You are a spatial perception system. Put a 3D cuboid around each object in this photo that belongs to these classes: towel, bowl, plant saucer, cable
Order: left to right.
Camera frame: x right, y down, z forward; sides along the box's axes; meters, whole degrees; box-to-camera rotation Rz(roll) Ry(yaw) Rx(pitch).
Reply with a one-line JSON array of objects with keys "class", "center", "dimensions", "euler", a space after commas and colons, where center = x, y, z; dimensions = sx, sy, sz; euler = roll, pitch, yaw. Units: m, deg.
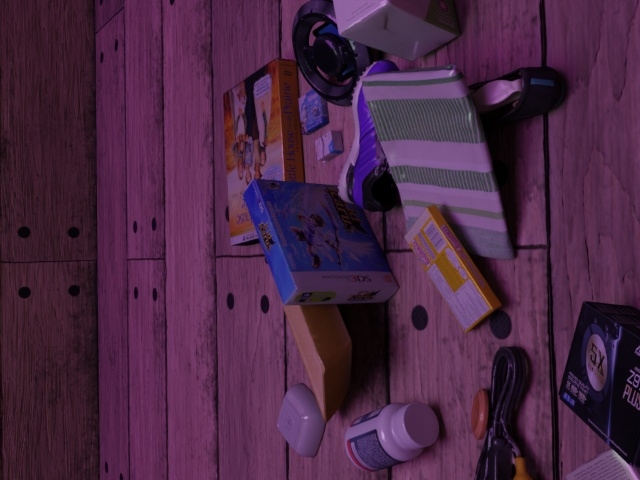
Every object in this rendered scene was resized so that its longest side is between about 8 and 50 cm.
[{"class": "bowl", "center": [-0.052, 0.421, 1.646], "dimensions": [0.142, 0.053, 0.142], "euler": [43, 124, 50]}, {"class": "plant saucer", "center": [-0.012, 0.170, 1.467], "dimensions": [0.332, 0.081, 0.332], "euler": [88, 162, -59]}, {"class": "towel", "center": [0.189, -0.128, 1.175], "dimensions": [0.248, 0.038, 0.324], "euler": [13, 126, 55]}, {"class": "plant saucer", "center": [0.262, 0.287, 1.164], "dimensions": [0.083, 0.013, 0.083], "euler": [8, -90, -88]}, {"class": "cable", "center": [0.302, 0.318, 1.135], "dimensions": [0.139, 0.072, 0.287], "euler": [139, 139, -73]}]

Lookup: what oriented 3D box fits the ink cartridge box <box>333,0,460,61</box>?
[{"class": "ink cartridge box", "center": [0.112, -0.519, 1.244], "dimensions": [0.119, 0.207, 0.353], "euler": [-20, 72, 43]}]

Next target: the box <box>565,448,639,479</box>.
[{"class": "box", "center": [0.435, 0.393, 0.875], "dimensions": [0.113, 0.094, 0.275], "euler": [-53, 49, 43]}]

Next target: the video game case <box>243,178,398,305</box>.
[{"class": "video game case", "center": [0.000, 0.000, 1.391], "dimensions": [0.061, 0.244, 0.269], "euler": [-51, 50, 39]}]

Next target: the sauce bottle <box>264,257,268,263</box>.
[{"class": "sauce bottle", "center": [-0.094, 0.050, 1.718], "dimensions": [0.128, 0.042, 0.042], "euler": [2, 92, 58]}]

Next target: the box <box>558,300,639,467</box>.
[{"class": "box", "center": [0.395, 0.178, 0.895], "dimensions": [0.180, 0.078, 0.147], "euler": [-122, 41, -71]}]

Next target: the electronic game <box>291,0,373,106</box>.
[{"class": "electronic game", "center": [0.022, -0.388, 1.465], "dimensions": [0.229, 0.048, 0.229], "euler": [34, 143, 30]}]

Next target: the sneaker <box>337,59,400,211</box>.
[{"class": "sneaker", "center": [0.130, -0.188, 1.340], "dimensions": [0.146, 0.102, 0.293], "euler": [34, 122, 47]}]

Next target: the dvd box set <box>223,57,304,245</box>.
[{"class": "dvd box set", "center": [-0.149, -0.209, 1.781], "dimensions": [0.308, 0.062, 0.420], "euler": [-11, 81, 56]}]

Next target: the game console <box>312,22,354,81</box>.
[{"class": "game console", "center": [0.044, -0.404, 1.480], "dimensions": [0.122, 0.071, 0.107], "euler": [-12, 80, 56]}]

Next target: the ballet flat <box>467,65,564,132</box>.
[{"class": "ballet flat", "center": [0.256, -0.221, 1.140], "dimensions": [0.280, 0.096, 0.095], "euler": [-19, 73, 55]}]

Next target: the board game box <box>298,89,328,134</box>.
[{"class": "board game box", "center": [-0.017, -0.299, 1.618], "dimensions": [0.090, 0.020, 0.090], "euler": [-19, 73, 55]}]

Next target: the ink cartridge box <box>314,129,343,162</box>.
[{"class": "ink cartridge box", "center": [0.014, -0.207, 1.564], "dimensions": [0.083, 0.028, 0.048], "euler": [-26, 69, 54]}]

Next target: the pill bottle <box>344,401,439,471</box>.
[{"class": "pill bottle", "center": [0.134, 0.364, 1.314], "dimensions": [0.180, 0.108, 0.107], "euler": [-40, 58, 49]}]

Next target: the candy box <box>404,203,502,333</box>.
[{"class": "candy box", "center": [0.221, 0.049, 1.199], "dimensions": [0.205, 0.027, 0.105], "euler": [60, 154, 18]}]
